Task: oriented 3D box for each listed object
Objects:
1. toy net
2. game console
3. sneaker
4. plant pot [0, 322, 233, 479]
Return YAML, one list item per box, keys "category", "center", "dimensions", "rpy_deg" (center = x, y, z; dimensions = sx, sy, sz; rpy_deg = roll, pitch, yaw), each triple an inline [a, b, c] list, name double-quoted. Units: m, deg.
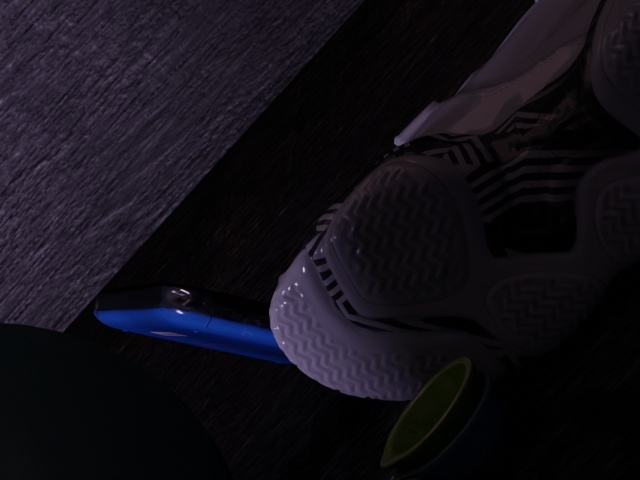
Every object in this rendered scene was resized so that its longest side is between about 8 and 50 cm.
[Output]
- category: "toy net"
  center: [0.027, 0.161, 0.830]
  dimensions: [0.122, 0.045, 0.232]
  rpy_deg: [-39, 15, 41]
- category: "game console"
  center: [0.000, 0.000, 1.175]
  dimensions: [0.293, 0.250, 0.173]
  rpy_deg: [169, 114, -73]
- category: "sneaker"
  center: [0.131, -0.061, 0.951]
  dimensions: [0.366, 0.137, 0.210]
  rpy_deg: [-39, 14, 25]
- category: "plant pot"
  center: [-0.138, 0.213, 0.739]
  dimensions: [0.293, 0.293, 0.235]
  rpy_deg: [-49, 27, 1]
